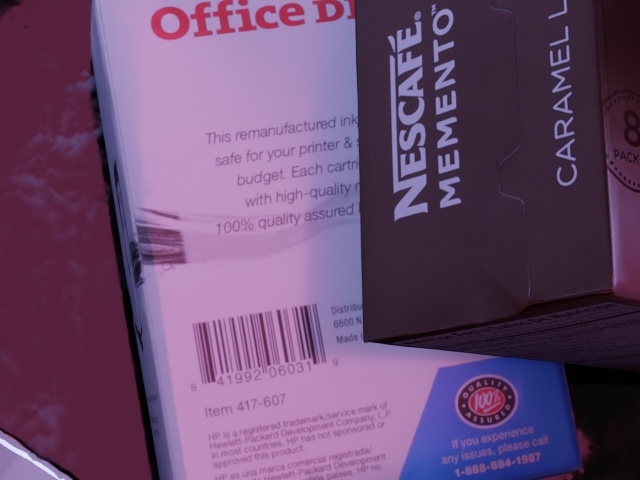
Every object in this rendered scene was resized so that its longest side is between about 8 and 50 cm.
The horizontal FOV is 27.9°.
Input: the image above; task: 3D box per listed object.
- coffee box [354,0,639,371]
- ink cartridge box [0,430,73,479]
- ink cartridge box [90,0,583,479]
[{"bbox_3d":[0.133,-0.028,0.456,0.246,0.098,0.141,11,72,-41],"label":"coffee box"},{"bbox_3d":[-0.058,0.292,0.462,0.385,0.091,0.308,31,78,13],"label":"ink cartridge box"},{"bbox_3d":[0.000,0.000,0.494,0.148,0.086,0.203,-8,83,-12],"label":"ink cartridge box"}]
